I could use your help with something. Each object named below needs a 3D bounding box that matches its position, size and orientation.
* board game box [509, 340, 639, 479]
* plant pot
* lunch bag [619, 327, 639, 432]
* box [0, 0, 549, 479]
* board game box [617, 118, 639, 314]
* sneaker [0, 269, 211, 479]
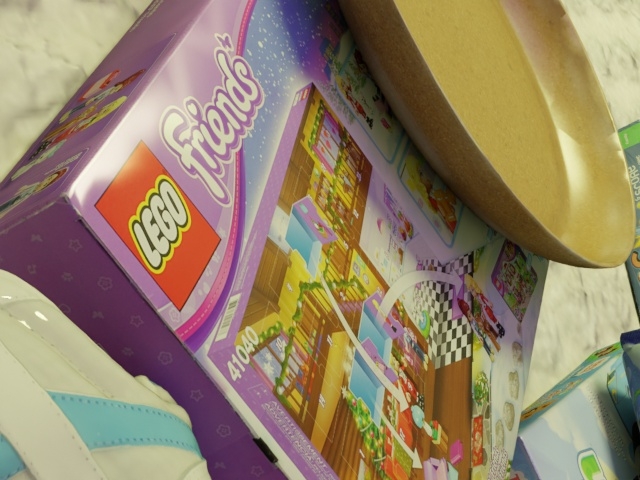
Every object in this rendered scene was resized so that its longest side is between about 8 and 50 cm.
[{"bbox_3d":[0.146,0.141,0.701,0.211,0.039,0.160,-20,84,-62],"label":"board game box"},{"bbox_3d":[0.064,-0.090,0.646,0.236,0.032,0.236,44,31,-36],"label":"plant pot"},{"bbox_3d":[0.209,0.116,0.696,0.151,0.096,0.129,55,22,-47],"label":"lunch bag"},{"bbox_3d":[0.000,0.000,0.552,0.201,0.057,0.293,54,29,-18],"label":"box"},{"bbox_3d":[0.241,0.037,0.958,0.136,0.035,0.201,35,38,-43],"label":"board game box"},{"bbox_3d":[-0.104,0.046,0.318,0.228,0.087,0.092,37,29,-51],"label":"sneaker"}]
